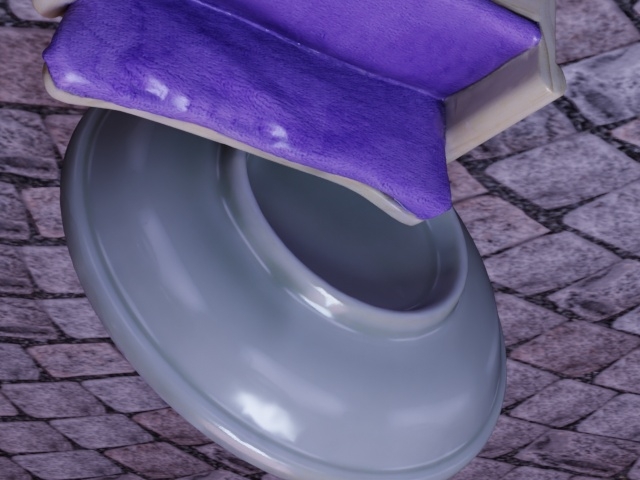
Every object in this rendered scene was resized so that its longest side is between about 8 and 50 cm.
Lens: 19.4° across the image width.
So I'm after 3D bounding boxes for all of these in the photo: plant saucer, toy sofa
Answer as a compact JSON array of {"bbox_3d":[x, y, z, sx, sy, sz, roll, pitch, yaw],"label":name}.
[{"bbox_3d":[0.000,0.000,1.422,0.401,0.400,0.100,19,132,-28],"label":"plant saucer"},{"bbox_3d":[-0.010,-0.155,1.321,0.363,0.177,0.150,19,149,-28],"label":"toy sofa"}]
